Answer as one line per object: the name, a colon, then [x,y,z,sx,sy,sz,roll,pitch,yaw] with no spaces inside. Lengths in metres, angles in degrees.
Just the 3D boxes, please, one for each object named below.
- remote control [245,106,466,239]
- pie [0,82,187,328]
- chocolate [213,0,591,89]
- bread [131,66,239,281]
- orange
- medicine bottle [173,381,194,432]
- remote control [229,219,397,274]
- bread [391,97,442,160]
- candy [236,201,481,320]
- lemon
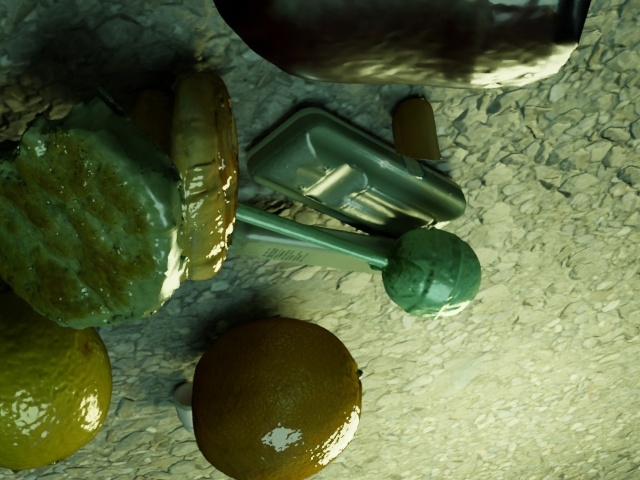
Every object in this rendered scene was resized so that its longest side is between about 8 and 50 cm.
remote control: [0.054,-0.069,1.742,0.128,0.065,0.335,-35,143,28]
pie: [-0.285,-0.030,1.446,0.371,0.078,0.296,1,125,35]
chocolate: [0.047,-0.315,1.180,0.331,0.383,0.383,3,143,-5]
bread: [-0.153,-0.069,1.522,0.120,0.198,0.236,1,133,0]
orange: [-0.063,0.232,1.971,0.264,0.264,0.264,-12,146,-8]
medicine bottle: [-0.200,0.264,2.109,0.052,0.052,0.089,-13,146,-7]
remote control: [0.021,0.012,1.803,0.310,0.038,0.090,8,159,-16]
bread: [0.115,-0.124,1.660,0.049,0.103,0.062,10,145,-24]
candy: [0.000,0.000,1.702,0.440,0.119,0.119,17,136,-14]
lemon: [-0.389,0.181,1.756,0.228,0.228,0.253,-13,145,-7]
